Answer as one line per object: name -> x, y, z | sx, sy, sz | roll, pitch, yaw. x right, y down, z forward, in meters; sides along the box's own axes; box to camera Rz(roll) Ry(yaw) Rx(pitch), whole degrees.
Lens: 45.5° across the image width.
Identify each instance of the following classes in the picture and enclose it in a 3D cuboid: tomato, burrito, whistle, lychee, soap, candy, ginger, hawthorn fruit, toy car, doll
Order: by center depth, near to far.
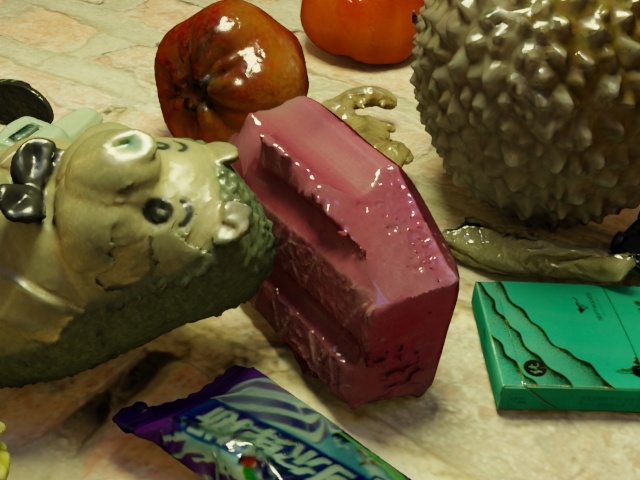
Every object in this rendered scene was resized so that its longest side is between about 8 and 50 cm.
candy -> -0.037, 0.189, 0.650 | 0.275, 0.070, 0.145 | 27, 34, 32
doll -> -0.220, 0.006, 0.704 | 0.349, 0.247, 0.247 | -7, 36, 7
soap -> 0.000, 0.000, 0.788 | 0.127, 0.220, 0.325 | -12, 38, -34
burrito -> 0.249, 0.012, 0.893 | 0.229, 0.058, 0.063 | 7, 54, 29
lychee -> 0.289, -0.205, 0.923 | 0.380, 0.380, 0.432 | 23, 4, 25
toy car -> 0.409, 0.004, 0.931 | 0.071, 0.062, 0.165 | 29, 44, 32
whistle -> -0.376, -0.101, 0.984 | 0.102, 0.106, 0.253 | 39, 49, -4
hawthorn fruit -> -0.109, -0.232, 1.095 | 0.224, 0.224, 0.261 | 18, 27, 19
ginger -> 0.053, -0.137, 1.103 | 0.149, 0.065, 0.258 | -10, 43, 3
tomato -> 0.083, -0.433, 1.400 | 0.260, 0.180, 0.260 | 5, 29, -3

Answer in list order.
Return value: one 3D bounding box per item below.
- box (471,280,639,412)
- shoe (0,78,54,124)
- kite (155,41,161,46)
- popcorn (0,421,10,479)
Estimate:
box -> 0.283, 0.108, 0.799 | 0.226, 0.042, 0.161 | 2, 36, -2
shoe -> -0.478, -0.217, 1.162 | 0.179, 0.071, 0.049 | 9, 33, 15
kite -> -0.186, -0.387, 1.454 | 0.141, 0.015, 0.245 | 33, 47, 31
popcorn -> -0.310, 0.186, 0.598 | 0.121, 0.116, 0.106 | 34, 33, -32
